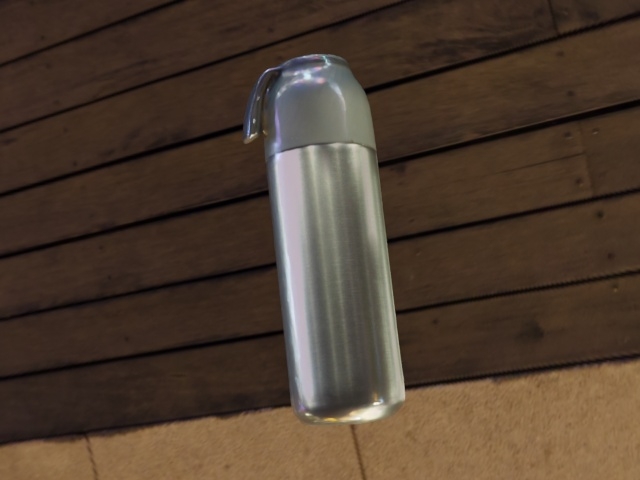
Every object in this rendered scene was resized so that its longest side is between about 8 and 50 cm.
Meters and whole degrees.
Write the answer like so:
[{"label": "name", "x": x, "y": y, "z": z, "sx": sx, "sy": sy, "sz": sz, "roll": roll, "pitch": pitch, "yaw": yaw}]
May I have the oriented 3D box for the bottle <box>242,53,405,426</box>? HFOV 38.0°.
[{"label": "bottle", "x": 0.000, "y": 0.000, "z": 0.646, "sx": 0.096, "sy": 0.079, "sz": 0.254, "roll": -3, "pitch": 81, "yaw": -19}]
